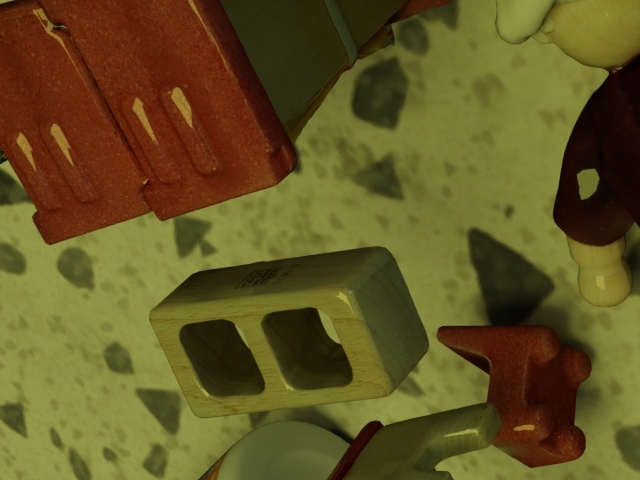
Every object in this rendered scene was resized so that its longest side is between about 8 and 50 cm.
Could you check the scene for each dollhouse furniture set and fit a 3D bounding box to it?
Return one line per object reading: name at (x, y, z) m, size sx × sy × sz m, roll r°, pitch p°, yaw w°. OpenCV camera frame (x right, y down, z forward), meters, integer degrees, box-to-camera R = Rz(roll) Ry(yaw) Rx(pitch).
dollhouse furniture set at (0.000, 0.000, 0.753) m, size 0.152 × 0.201 × 0.374 m, roll -10°, pitch 115°, yaw 37°

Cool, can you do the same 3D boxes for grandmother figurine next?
grandmother figurine at (0.183, -0.016, 0.681) m, size 0.208 × 0.104 × 0.342 m, roll -26°, pitch 96°, yaw 47°

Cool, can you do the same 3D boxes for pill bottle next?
pill bottle at (-0.056, 0.213, 0.948) m, size 0.121 × 0.121 × 0.216 m, roll 46°, pitch 130°, yaw 4°

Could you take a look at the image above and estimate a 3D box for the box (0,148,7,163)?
box at (-0.166, -0.078, 0.806) m, size 0.036 × 0.207 × 0.114 m, roll 49°, pitch 131°, yaw 1°
